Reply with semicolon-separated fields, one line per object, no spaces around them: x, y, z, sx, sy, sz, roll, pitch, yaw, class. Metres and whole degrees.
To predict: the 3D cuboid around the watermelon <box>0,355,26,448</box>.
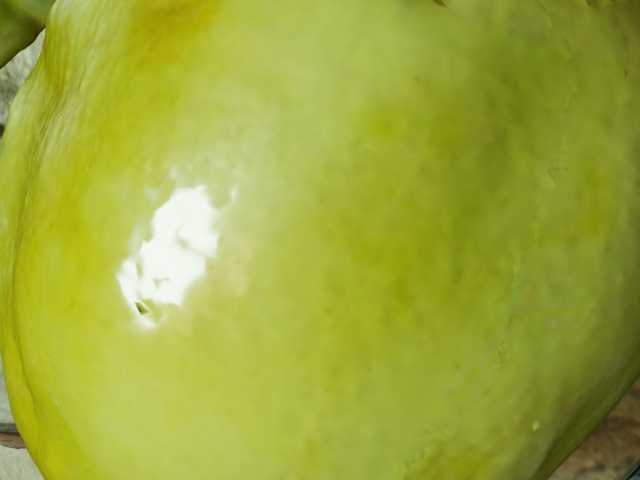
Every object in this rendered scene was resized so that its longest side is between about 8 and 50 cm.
-0.149;0.005;0.697;0.283;0.293;0.250;-22;60;45;watermelon

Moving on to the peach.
0.005;-0.005;0.498;0.314;0.281;0.315;13;83;58;peach

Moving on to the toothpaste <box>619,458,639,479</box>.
0.180;0.122;0.563;0.060;0.038;0.233;46;135;26;toothpaste

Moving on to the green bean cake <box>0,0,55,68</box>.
-0.181;-0.210;0.574;0.233;0.124;0.236;-38;43;18;green bean cake
